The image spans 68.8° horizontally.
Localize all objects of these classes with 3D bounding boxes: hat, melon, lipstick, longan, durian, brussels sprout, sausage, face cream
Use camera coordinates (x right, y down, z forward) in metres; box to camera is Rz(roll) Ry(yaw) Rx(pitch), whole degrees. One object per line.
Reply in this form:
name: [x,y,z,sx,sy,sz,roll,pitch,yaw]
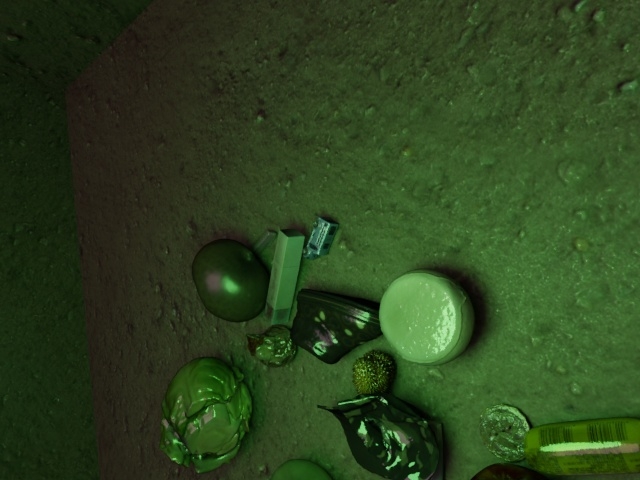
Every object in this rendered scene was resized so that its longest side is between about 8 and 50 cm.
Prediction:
hat: [0.175,0.582,1.479,0.257,0.382,0.366,-34,97,-8]
melon: [-0.055,0.916,1.612,0.308,0.272,0.271,28,106,29]
lipstick: [-0.139,0.139,1.762,0.076,0.080,0.371,39,125,49]
longan: [-0.355,0.161,1.851,0.289,0.288,0.349,-29,94,35]
durian: [0.170,0.430,1.506,0.137,0.158,0.167,26,131,51]
brussels sprout: [-0.474,0.679,1.918,0.424,0.343,0.361,-65,27,13]
sausage: [0.651,0.501,1.135,0.347,0.123,0.123,-23,74,37]
face cream: [0.336,0.654,1.430,0.084,0.057,0.198,-4,84,39]

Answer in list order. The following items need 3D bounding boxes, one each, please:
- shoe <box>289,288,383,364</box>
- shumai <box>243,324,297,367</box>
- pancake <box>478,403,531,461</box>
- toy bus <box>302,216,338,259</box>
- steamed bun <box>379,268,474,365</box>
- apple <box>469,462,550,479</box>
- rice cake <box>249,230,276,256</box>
shoe: [0.058,0.303,1.586,0.384,0.171,0.236,7,86,40]
shumai: [-0.207,0.414,1.797,0.206,0.176,0.166,-31,70,37]
pancake: [0.517,0.536,1.306,0.158,0.028,0.158,-2,86,42]
toy bus: [0.000,0.000,1.706,0.076,0.073,0.167,31,108,35]
steamed bun: [0.321,0.223,1.374,0.283,0.177,0.282,-6,81,40]
apple: [0.488,0.721,1.162,0.288,0.288,0.316,-20,90,37]
rice cake: [-0.252,0.023,1.927,0.207,0.047,0.036,-41,60,31]
